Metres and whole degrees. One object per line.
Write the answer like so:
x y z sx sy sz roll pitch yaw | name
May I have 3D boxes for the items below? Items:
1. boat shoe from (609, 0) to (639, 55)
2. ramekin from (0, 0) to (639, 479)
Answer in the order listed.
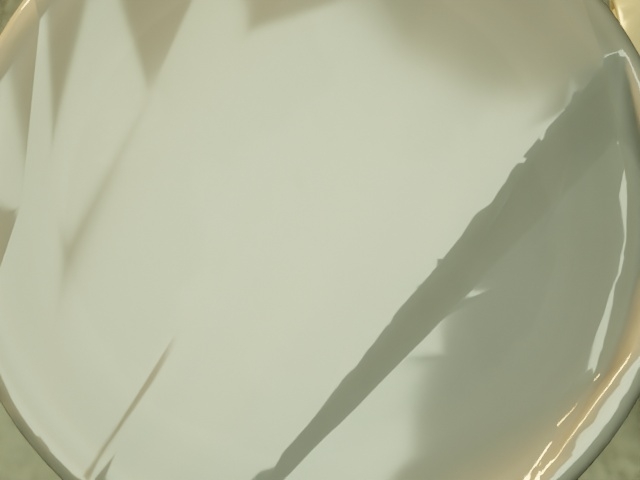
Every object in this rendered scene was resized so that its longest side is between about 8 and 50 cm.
0.176 0.009 0.761 0.079 0.095 0.255 -12 68 7 | boat shoe
0.000 0.000 0.751 0.272 0.127 0.273 -1 79 3 | ramekin
